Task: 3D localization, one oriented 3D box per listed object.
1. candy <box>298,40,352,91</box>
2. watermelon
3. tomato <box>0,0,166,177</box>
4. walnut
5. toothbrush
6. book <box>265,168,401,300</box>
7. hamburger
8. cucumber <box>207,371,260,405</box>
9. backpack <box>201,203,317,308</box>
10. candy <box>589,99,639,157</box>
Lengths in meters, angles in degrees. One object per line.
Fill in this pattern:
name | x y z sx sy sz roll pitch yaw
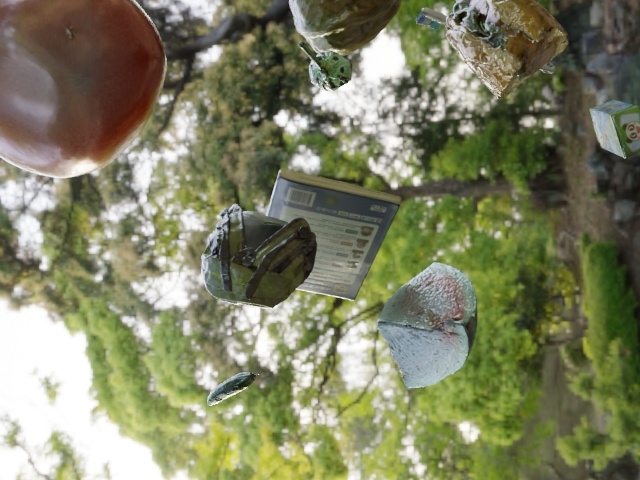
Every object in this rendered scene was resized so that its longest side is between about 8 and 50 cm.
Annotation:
candy | 0.003 -0.355 1.634 0.305 0.091 0.083 -2 -93 -80
watermelon | 0.241 0.166 1.892 0.320 0.214 0.289 121 160 -62
tomato | -0.422 -0.279 1.326 0.273 0.341 0.341 180 87 -74
walnut | 0.061 -0.591 2.059 0.227 0.283 0.283 64 -153 -28
toothbrush | 0.405 -0.470 1.954 0.040 0.418 0.042 -49 39 44
book | 0.000 0.000 2.058 0.428 0.300 0.039 112 168 -51
hamburger | 0.317 -0.380 1.471 0.209 0.162 0.330 48 -156 9
cucumber | -0.202 0.329 1.850 0.039 0.168 0.039 38 -145 -32
backpack | -0.118 0.030 1.548 0.253 0.207 0.140 -65 -14 -65
candy | 0.628 -0.237 1.737 0.194 0.062 0.097 -70 -40 -76
